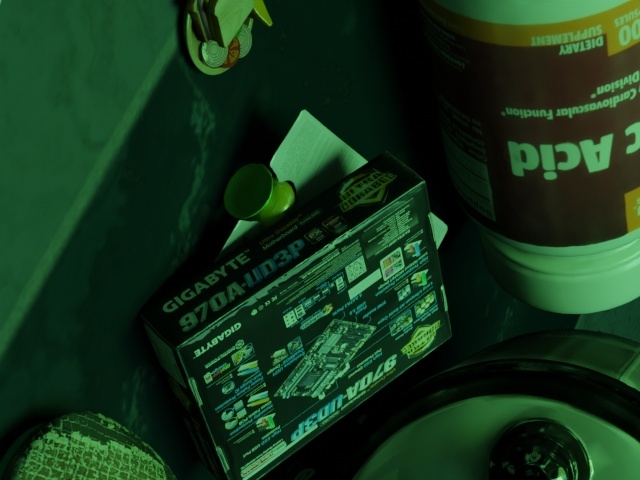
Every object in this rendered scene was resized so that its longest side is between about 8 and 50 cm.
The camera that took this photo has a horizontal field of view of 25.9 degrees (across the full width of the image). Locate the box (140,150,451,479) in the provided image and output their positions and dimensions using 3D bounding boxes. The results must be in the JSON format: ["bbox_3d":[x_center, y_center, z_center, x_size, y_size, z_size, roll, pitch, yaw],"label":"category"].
[{"bbox_3d":[-0.008,0.062,1.014,0.220,0.051,0.175,-35,138,-18],"label":"box"}]

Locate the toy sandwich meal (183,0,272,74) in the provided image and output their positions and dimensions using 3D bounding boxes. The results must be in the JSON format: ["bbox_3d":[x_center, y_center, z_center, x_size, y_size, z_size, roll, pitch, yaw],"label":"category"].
[{"bbox_3d":[-0.060,-0.148,0.912,0.085,0.029,0.086,-37,135,-49],"label":"toy sandwich meal"}]

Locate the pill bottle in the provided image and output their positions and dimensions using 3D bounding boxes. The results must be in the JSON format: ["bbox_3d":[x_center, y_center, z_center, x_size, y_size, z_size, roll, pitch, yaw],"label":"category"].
[{"bbox_3d":[0.211,-0.128,1.209,0.224,0.224,0.392,-56,147,-31],"label":"pill bottle"}]

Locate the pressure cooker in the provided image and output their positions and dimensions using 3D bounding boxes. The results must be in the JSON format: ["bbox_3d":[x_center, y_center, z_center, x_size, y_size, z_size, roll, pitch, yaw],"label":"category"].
[{"bbox_3d":[0.185,0.266,1.186,0.375,0.370,0.420,60,16,7],"label":"pressure cooker"}]

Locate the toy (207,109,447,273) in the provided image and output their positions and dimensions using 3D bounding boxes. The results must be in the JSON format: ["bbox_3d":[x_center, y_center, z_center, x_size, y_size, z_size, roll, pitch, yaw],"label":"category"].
[{"bbox_3d":[0.000,0.000,1.071,0.137,0.056,0.237,-61,145,-4],"label":"toy"}]

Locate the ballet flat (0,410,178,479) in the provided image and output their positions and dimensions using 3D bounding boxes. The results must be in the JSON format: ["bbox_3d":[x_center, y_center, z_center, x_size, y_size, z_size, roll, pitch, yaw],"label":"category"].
[{"bbox_3d":[-0.087,0.323,0.951,0.164,0.182,0.483,-43,140,-43],"label":"ballet flat"}]
